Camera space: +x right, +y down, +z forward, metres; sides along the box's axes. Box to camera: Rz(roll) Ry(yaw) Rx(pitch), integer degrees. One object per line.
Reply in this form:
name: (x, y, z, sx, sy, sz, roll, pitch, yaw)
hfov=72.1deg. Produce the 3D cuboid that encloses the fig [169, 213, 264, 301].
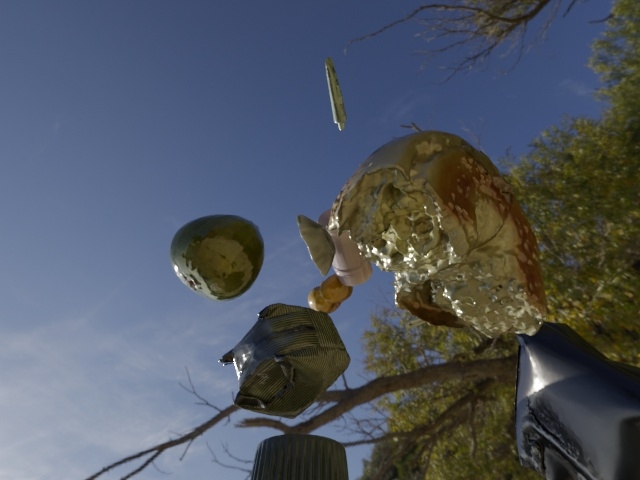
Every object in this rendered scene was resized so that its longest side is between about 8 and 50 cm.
fig: (-0.319, 0.039, 1.444, 0.316, 0.316, 0.316, -14, -52, -20)

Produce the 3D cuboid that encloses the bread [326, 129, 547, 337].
bread: (0.143, -0.022, 0.537, 0.314, 0.191, 0.171, 33, -35, -31)

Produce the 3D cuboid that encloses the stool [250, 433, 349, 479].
stool: (-0.057, 0.689, 1.096, 0.298, 0.329, 0.297, 0, -41, 0)

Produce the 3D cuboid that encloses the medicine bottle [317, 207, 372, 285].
medicine bottle: (0.085, 0.021, 1.446, 0.133, 0.133, 0.249, -27, -56, -10)

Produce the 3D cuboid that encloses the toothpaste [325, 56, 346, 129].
toothpaste: (0.046, -0.450, 1.358, 0.041, 0.064, 0.218, -3, -63, 23)

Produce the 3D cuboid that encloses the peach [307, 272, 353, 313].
peach: (0.035, 0.193, 1.582, 0.179, 0.103, 0.179, -36, -16, -12)

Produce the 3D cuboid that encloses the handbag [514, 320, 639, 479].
handbag: (0.456, 0.322, 0.720, 0.152, 0.342, 0.287, 3, -77, -19)

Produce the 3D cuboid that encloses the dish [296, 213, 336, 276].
dish: (0.000, 0.000, 0.825, 0.039, 0.091, 0.137, -19, -47, 12)

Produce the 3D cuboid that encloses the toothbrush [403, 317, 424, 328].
toothbrush: (0.312, 0.159, 1.032, 0.263, 0.026, 0.022, -16, -85, -12)

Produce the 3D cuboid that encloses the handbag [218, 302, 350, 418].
handbag: (-0.114, 0.347, 1.272, 0.240, 0.247, 0.340, 21, -61, -44)
